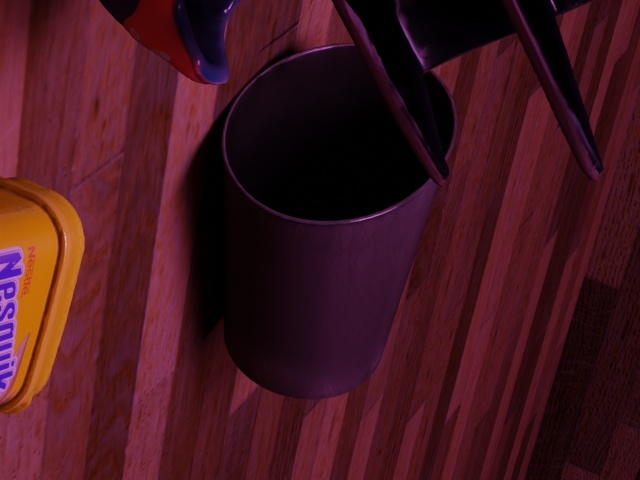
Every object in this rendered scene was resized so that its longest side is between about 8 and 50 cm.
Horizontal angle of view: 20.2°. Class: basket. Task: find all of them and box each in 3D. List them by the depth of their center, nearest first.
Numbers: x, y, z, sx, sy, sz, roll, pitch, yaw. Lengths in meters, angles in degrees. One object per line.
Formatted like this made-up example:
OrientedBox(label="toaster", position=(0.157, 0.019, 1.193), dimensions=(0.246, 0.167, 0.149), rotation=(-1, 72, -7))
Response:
OrientedBox(label="basket", position=(0.000, 0.000, 1.336), dimensions=(0.204, 0.154, 0.226), rotation=(-51, 160, -42))

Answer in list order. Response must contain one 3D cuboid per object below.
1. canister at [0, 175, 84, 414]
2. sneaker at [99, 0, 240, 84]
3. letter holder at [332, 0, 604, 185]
OrientedBox(label="canister", position=(-0.199, 0.039, 0.897), dimensions=(0.170, 0.073, 0.126), rotation=(-19, 129, -66))
OrientedBox(label="sneaker", position=(0.032, -0.210, 0.901), dimensions=(0.350, 0.148, 0.131), rotation=(-37, 168, 18))
OrientedBox(label="letter holder", position=(0.057, -0.155, 0.719), dimensions=(0.214, 0.152, 0.302), rotation=(-96, 161, -51))
